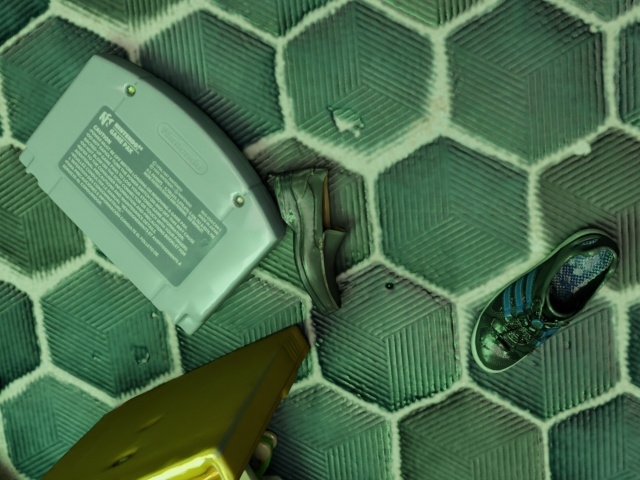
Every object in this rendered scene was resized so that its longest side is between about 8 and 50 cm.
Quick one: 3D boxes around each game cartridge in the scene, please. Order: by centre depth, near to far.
[{"bbox_3d":[-0.169,0.215,1.030,0.285,0.324,0.053,-26,97,18],"label":"game cartridge"},{"bbox_3d":[-0.186,-0.061,1.097,0.294,0.060,0.196,46,113,4],"label":"game cartridge"}]

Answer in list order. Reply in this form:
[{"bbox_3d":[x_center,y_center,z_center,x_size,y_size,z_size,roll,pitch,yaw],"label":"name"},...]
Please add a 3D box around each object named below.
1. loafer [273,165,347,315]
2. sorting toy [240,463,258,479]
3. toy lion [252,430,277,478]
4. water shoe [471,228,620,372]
[{"bbox_3d":[0.000,0.000,1.078,0.061,0.062,0.170,-15,101,11],"label":"loafer"},{"bbox_3d":[-0.163,0.357,1.160,0.255,0.089,0.257,-22,113,9],"label":"sorting toy"},{"bbox_3d":[-0.112,0.265,1.185,0.100,0.034,0.096,21,114,7],"label":"toy lion"},{"bbox_3d":[0.232,0.068,1.030,0.073,0.080,0.203,40,108,1],"label":"water shoe"}]
